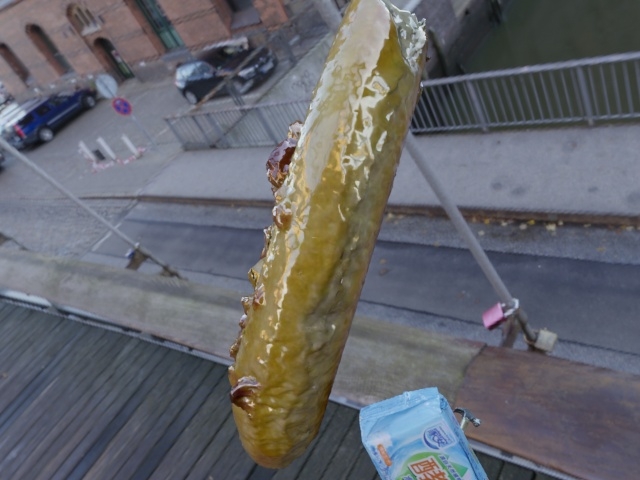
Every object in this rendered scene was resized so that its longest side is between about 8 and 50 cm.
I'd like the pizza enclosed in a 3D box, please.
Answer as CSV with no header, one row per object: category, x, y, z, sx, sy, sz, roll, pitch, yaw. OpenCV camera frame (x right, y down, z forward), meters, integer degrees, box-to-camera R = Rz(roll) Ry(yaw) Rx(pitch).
pizza,0.000,0.000,0.415,0.086,0.336,0.226,15,18,5

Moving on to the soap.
soap,0.186,0.384,0.915,0.156,0.293,0.077,-29,1,16

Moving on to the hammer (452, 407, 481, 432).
hammer,0.272,0.398,1.143,0.182,0.062,0.017,-38,-15,-53
